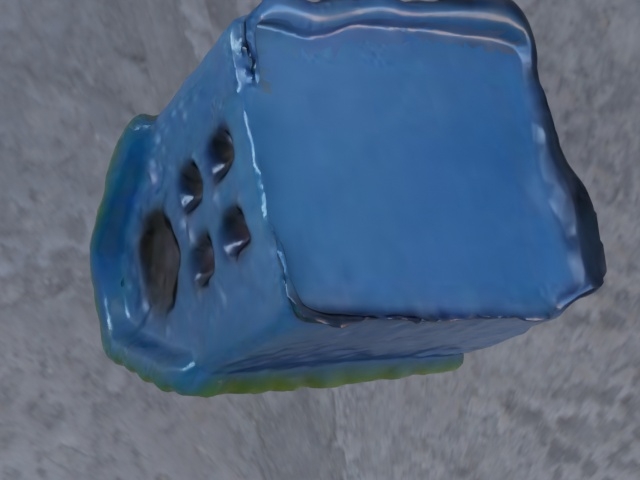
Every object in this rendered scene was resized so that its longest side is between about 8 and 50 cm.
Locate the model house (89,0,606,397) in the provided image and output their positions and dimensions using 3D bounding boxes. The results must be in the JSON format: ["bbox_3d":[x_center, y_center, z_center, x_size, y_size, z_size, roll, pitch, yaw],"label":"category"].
[{"bbox_3d":[0.000,0.000,1.071,0.237,0.303,0.215,-2,67,-33],"label":"model house"}]
